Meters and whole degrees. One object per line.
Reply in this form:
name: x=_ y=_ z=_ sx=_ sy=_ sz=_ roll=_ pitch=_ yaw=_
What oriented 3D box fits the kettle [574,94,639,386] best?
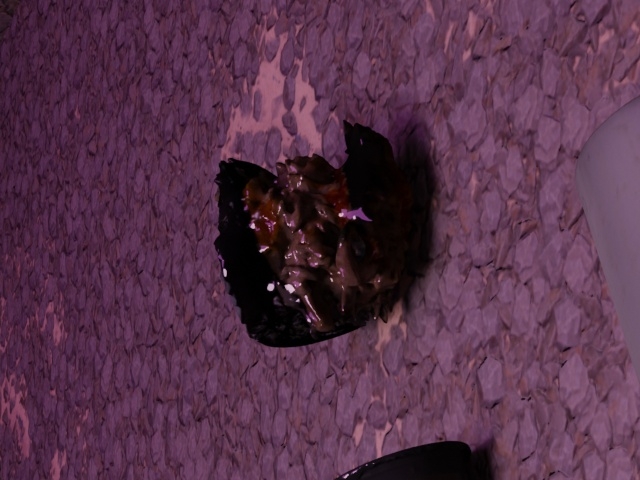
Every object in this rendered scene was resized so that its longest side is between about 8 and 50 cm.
kettle: x=0.294 y=0.077 z=1.173 sx=0.265 sy=0.205 sz=0.318 roll=-51 pitch=43 yaw=47

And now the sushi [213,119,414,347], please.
sushi: x=0.005 y=-0.002 z=1.874 sx=0.225 sy=0.219 sz=0.238 roll=38 pitch=-148 yaw=-70

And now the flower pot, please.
flower pot: x=0.087 y=0.269 z=1.678 sx=0.157 sy=0.157 sz=0.107 roll=-51 pitch=53 yaw=52
